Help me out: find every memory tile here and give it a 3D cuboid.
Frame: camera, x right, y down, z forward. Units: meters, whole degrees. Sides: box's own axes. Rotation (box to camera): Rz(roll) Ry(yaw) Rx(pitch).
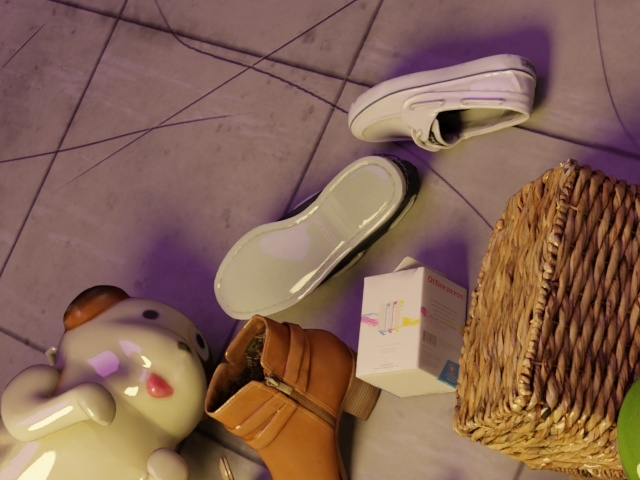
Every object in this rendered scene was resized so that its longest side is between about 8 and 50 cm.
[{"bbox_3d":[-0.093,0.330,2.079,0.012,0.148,0.113,-19,55,-5],"label":"memory tile"}]

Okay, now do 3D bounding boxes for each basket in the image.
[{"bbox_3d":[0.288,0.101,1.869,0.213,0.223,0.299,139,148,-64],"label":"basket"}]

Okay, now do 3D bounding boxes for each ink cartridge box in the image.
[{"bbox_3d":[0.108,0.099,2.042,0.090,0.092,0.143,-12,62,37],"label":"ink cartridge box"}]

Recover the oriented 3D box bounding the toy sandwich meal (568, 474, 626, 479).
[{"bbox_3d":[0.303,0.235,1.861,0.085,0.029,0.085,-22,51,30],"label":"toy sandwich meal"}]

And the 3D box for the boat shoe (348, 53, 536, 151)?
[{"bbox_3d":[0.141,-0.154,2.127,0.258,0.095,0.084,-17,56,35],"label":"boat shoe"}]

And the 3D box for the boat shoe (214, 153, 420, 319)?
[{"bbox_3d":[0.000,0.000,2.184,0.302,0.091,0.114,-32,80,24],"label":"boat shoe"}]

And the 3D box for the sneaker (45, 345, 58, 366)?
[{"bbox_3d":[-0.323,0.222,2.356,0.069,0.084,0.185,-44,48,16],"label":"sneaker"}]

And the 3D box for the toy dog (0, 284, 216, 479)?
[{"bbox_3d":[-0.285,0.260,2.168,0.408,0.284,0.395,-53,7,-12],"label":"toy dog"}]

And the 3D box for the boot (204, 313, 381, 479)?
[{"bbox_3d":[-0.048,0.234,2.023,0.109,0.220,0.283,22,86,43],"label":"boot"}]

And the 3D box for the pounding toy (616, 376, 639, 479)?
[{"bbox_3d":[0.373,0.202,1.675,0.183,0.110,0.237,39,65,5],"label":"pounding toy"}]
